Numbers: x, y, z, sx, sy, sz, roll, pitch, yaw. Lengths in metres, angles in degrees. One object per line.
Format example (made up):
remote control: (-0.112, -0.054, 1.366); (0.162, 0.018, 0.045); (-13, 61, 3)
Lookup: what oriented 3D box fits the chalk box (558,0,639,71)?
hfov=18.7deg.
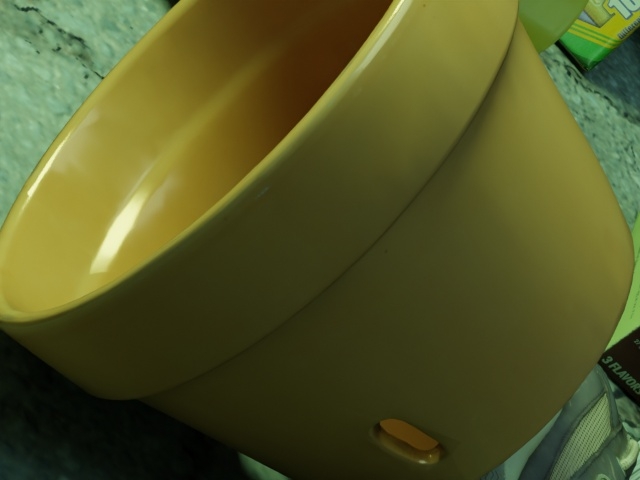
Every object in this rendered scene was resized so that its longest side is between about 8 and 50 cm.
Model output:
chalk box: (0.197, -0.264, 1.501); (0.213, 0.132, 0.132); (48, 34, -1)

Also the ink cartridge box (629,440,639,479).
ink cartridge box: (0.308, 0.290, 1.101); (0.307, 0.072, 0.303); (21, 38, -18)

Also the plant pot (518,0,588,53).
plant pot: (0.058, -0.221, 1.228); (0.239, 0.254, 0.254); (26, 37, -55)

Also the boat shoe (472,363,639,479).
boat shoe: (0.098, 0.159, 0.982); (0.130, 0.132, 0.355); (44, 36, -6)

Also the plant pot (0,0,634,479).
plant pot: (0.011, -0.008, 0.928); (0.203, 0.291, 0.291); (44, 33, -22)

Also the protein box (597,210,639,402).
protein box: (0.314, 0.018, 1.293); (0.136, 0.201, 0.200); (42, 35, -9)
